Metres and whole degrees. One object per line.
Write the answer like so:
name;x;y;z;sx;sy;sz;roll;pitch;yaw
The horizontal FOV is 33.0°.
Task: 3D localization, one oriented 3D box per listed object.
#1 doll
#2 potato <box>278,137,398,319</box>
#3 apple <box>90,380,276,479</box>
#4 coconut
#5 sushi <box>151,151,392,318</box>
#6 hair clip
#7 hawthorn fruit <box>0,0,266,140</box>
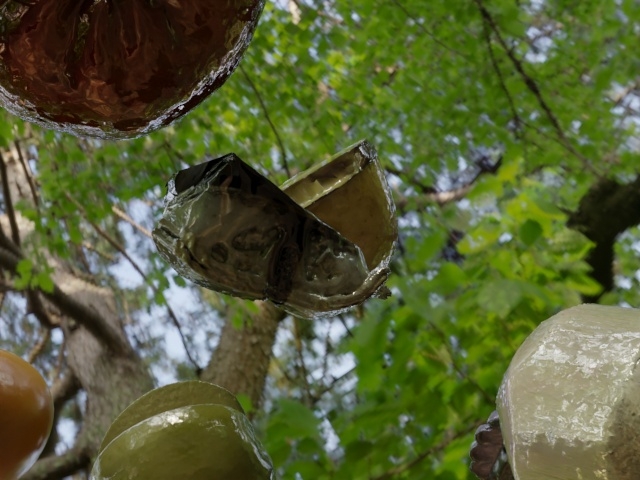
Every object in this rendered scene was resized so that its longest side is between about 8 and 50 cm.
doll;-0.481;0.248;1.524;0.213;0.214;0.236;-11;-16;-18
potato;0.000;0.000;1.664;0.285;0.242;0.243;-35;-55;-13
apple;-0.208;0.357;1.659;0.254;0.292;0.292;-30;-56;-3
coconut;0.264;0.160;0.975;0.224;0.234;0.224;5;-98;-34
sushi;-0.048;0.031;1.148;0.273;0.134;0.109;35;-114;-22
hair clip;0.257;0.289;1.413;0.124;0.052;0.195;14;-37;9
hawthorn fruit;-0.264;-0.312;1.272;0.402;0.403;0.403;-10;-60;-18
